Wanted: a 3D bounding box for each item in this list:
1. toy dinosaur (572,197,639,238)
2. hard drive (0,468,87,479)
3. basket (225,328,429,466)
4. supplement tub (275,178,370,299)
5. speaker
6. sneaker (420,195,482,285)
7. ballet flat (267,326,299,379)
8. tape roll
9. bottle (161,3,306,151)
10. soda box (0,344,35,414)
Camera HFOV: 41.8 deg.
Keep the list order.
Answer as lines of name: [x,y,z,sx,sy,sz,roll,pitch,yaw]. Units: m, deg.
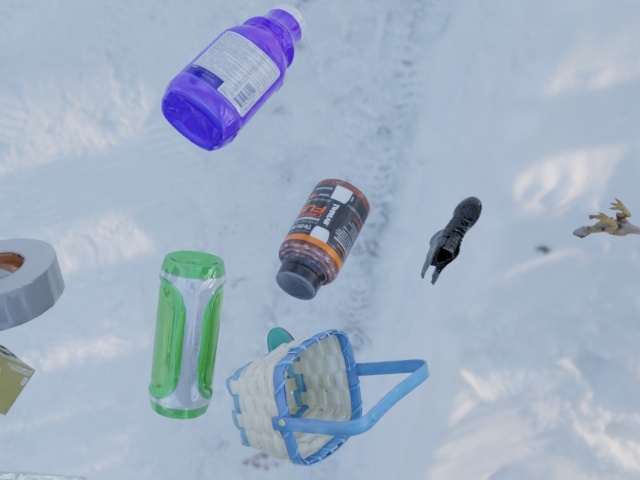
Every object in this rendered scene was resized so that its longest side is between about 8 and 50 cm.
toy dinosaur: [0.616,-0.028,1.705,0.112,0.212,0.064,44,67,-43]
hard drive: [-0.578,0.614,1.566,0.233,0.047,0.352,21,72,-43]
basket: [0.012,0.259,1.413,0.255,0.289,0.201,-22,98,-53]
supplement tub: [0.000,0.000,1.360,0.106,0.197,0.106,19,145,14]
speaker: [-0.248,0.175,1.560,0.131,0.131,0.296,2,104,-25]
sneaker: [0.251,0.000,1.596,0.051,0.089,0.170,32,118,-13]
ballet flat: [-0.055,0.283,1.864,0.074,0.203,0.074,-25,149,-17]
tape roll: [-0.571,0.077,1.483,0.219,0.219,0.072,-14,119,-14]
bottle: [-0.113,-0.250,1.220,0.118,0.283,0.092,39,141,-6]
soda box: [-0.370,0.114,0.826,0.058,0.061,0.181,-58,150,-10]
